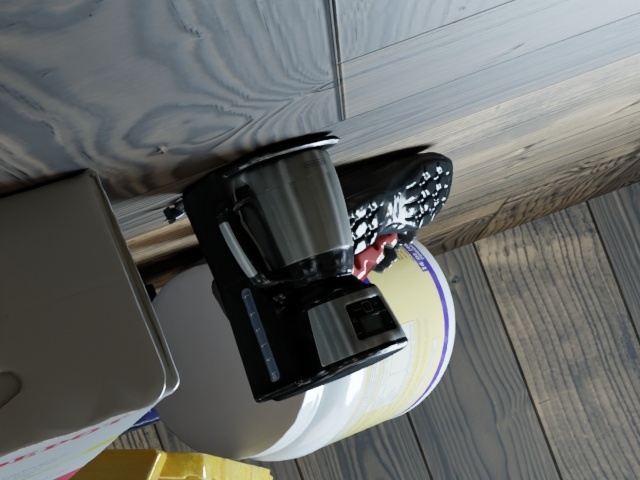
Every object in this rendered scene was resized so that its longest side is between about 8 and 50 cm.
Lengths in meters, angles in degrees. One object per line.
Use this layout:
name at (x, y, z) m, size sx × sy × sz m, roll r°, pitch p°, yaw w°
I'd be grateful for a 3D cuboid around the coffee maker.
coffee maker at (-0.026, 0.027, 1.434) m, size 0.120 × 0.178 × 0.171 m, roll -17°, pitch 175°, yaw -21°

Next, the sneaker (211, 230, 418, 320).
sneaker at (0.000, 0.000, 1.783) m, size 0.276 × 0.135 × 0.097 m, roll -44°, pitch 176°, yaw -31°

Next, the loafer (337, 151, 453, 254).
loafer at (0.045, -0.040, 1.707) m, size 0.078 × 0.076 × 0.223 m, roll 20°, pitch -153°, yaw 31°

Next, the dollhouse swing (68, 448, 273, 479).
dollhouse swing at (-0.234, 0.378, 1.895) m, size 0.315 × 0.305 × 0.347 m, roll -3°, pitch 167°, yaw 16°

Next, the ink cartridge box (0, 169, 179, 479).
ink cartridge box at (-0.287, 0.112, 1.278) m, size 0.279 × 0.160 × 0.385 m, roll -19°, pitch 171°, yaw -23°

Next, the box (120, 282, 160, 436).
box at (-0.257, 0.146, 2.028) m, size 0.108 × 0.153 × 0.207 m, roll -23°, pitch 175°, yaw 34°

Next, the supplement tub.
supplement tub at (-0.022, 0.106, 2.025) m, size 0.241 × 0.241 × 0.331 m, roll -22°, pitch 175°, yaw 28°
